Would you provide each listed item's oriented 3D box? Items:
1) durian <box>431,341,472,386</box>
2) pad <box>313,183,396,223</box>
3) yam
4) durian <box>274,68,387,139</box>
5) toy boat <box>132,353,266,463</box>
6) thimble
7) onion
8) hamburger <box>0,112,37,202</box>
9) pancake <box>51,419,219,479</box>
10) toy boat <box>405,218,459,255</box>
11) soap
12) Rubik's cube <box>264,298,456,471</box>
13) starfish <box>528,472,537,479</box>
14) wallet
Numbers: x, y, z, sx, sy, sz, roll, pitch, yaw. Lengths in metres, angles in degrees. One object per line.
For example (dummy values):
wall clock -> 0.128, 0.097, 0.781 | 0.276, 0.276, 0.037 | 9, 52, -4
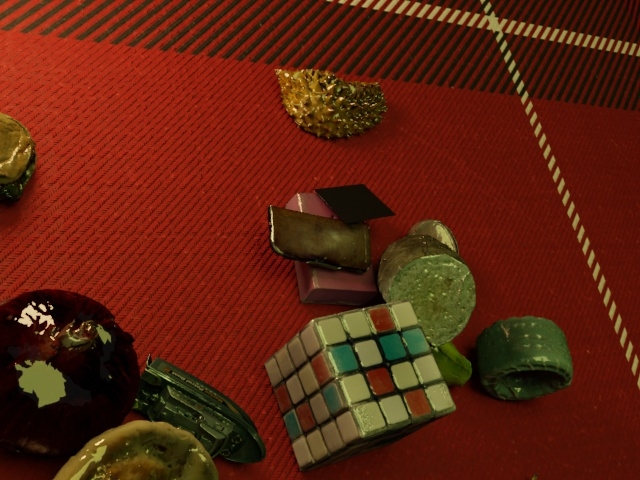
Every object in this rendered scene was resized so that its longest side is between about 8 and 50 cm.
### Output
durian -> 0.246, 0.254, 1.992 | 0.250, 0.101, 0.139 | 35, 13, -7
pad -> 0.084, -0.091, 2.051 | 0.190, 0.004, 0.127 | -11, 49, -47
yam -> 0.238, 0.092, 1.942 | 0.201, 0.271, 0.202 | -45, 100, 0
durian -> 0.052, -0.366, 2.247 | 0.341, 0.112, 0.191 | 4, 58, -32
toy boat -> -0.229, 0.341, 1.625 | 0.296, 0.114, 0.122 | 34, 29, -9
thimble -> 0.492, 0.284, 2.050 | 0.235, 0.198, 0.143 | 6, 53, -8
onion -> -0.460, 0.224, 1.485 | 0.314, 0.232, 0.313 | 15, 57, -24
hamburger -> -0.671, -0.177, 1.696 | 0.206, 0.130, 0.183 | 31, 49, -36
pancake -> -0.309, 0.496, 1.452 | 0.387, 0.082, 0.386 | 7, 80, -43
toy boat -> 0.269, 0.056, 2.152 | 0.155, 0.085, 0.227 | 12, 67, -15
soap -> 0.025, 0.021, 2.009 | 0.181, 0.081, 0.259 | 6, 59, -28
Rubik's cube -> 0.073, 0.297, 1.752 | 0.256, 0.259, 0.253 | -8, 65, -34
starfish -> 0.458, 0.619, 1.928 | 0.247, 0.050, 0.138 | -8, 66, -42
wallet -> 0.000, 0.000, 1.933 | 0.255, 0.031, 0.137 | 11, 59, -24
